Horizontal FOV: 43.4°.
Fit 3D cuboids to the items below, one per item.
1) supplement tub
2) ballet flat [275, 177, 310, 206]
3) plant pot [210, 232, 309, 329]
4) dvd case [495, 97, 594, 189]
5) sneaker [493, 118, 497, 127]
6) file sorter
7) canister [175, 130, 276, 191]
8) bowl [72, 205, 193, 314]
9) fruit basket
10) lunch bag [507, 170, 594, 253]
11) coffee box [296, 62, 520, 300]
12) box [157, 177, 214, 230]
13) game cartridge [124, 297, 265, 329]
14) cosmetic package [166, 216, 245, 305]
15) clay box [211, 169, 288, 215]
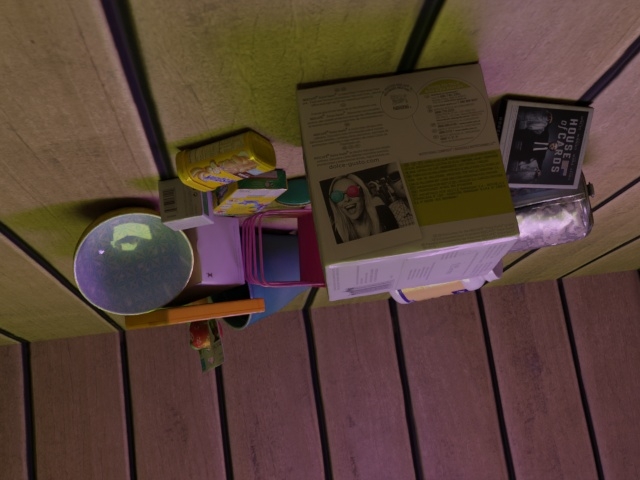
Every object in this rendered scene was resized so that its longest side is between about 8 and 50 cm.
[{"bbox_3d":[0.373,0.053,2.490,0.331,0.241,0.241,-14,165,25],"label":"supplement tub"},{"bbox_3d":[-0.009,-0.120,1.920,0.206,0.073,0.067,-10,170,15],"label":"ballet flat"},{"bbox_3d":[-0.168,0.097,2.368,0.255,0.271,0.272,-16,173,-33],"label":"plant pot"},{"bbox_3d":[0.456,-0.197,1.666,0.239,0.179,0.029,-1,-163,-27],"label":"dvd case"},{"bbox_3d":[0.414,-0.172,1.806,0.150,0.135,0.366,-22,160,37],"label":"sneaker"},{"bbox_3d":[-0.095,0.022,2.066,0.182,0.202,0.291,-2,178,-14],"label":"file sorter"},{"bbox_3d":[-0.190,-0.161,1.638,0.170,0.073,0.126,-15,165,21],"label":"canister"},{"bbox_3d":[-0.474,0.027,2.008,0.290,0.289,0.156,-3,-152,-21],"label":"bowl"},{"bbox_3d":[-0.397,0.245,2.614,0.166,0.353,0.327,-3,167,-22],"label":"fruit basket"},{"bbox_3d":[0.532,-0.086,2.040,0.305,0.212,0.256,-11,170,16],"label":"lunch bag"},{"bbox_3d":[0.148,-0.098,1.527,0.338,0.334,0.337,-9,166,-2],"label":"coffee box"},{"bbox_3d":[-0.304,-0.085,1.825,0.102,0.101,0.087,-10,167,7],"label":"box"},{"bbox_3d":[-0.341,0.199,2.172,0.285,0.052,0.324,-5,177,-32],"label":"game cartridge"},{"bbox_3d":[-0.386,0.067,2.219,0.366,0.196,0.155,-18,162,42],"label":"cosmetic package"},{"bbox_3d":[-0.180,-0.109,1.902,0.128,0.053,0.222,-1,167,-28],"label":"clay box"}]
